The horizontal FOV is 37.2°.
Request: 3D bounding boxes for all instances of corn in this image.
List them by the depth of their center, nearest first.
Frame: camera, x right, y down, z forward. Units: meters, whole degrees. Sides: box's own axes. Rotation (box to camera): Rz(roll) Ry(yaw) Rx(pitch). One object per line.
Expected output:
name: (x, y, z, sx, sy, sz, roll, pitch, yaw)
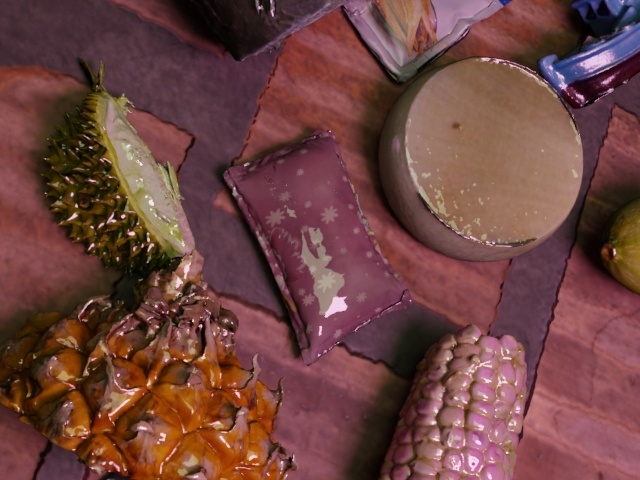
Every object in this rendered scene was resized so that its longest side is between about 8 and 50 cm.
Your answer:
corn: (0.089, 0.232, 0.759, 0.126, 0.126, 0.335, 19, 71, -14)

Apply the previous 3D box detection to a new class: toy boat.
toy boat: (0.293, -0.215, 0.936, 0.223, 0.100, 0.097, -35, 100, -24)

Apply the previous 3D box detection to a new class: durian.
durian: (-0.168, -0.050, 0.771, 0.100, 0.086, 0.215, -27, 91, -56)

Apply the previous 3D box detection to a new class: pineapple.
pineapple: (-0.107, 0.097, 0.687, 0.249, 0.140, 0.164, 33, 92, -8)

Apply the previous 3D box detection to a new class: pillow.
pillow: (0.000, 0.000, 0.819, 0.118, 0.043, 0.185, -24, 86, -20)

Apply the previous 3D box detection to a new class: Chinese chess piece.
Chinese chess piece: (0.145, -0.073, 0.868, 0.188, 0.083, 0.188, 3, 80, -16)

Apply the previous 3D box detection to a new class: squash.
squash: (0.346, 0.011, 0.898, 0.186, 0.123, 0.123, 5, 76, -13)

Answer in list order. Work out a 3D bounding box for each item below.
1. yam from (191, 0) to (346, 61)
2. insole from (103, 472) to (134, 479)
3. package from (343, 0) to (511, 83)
yam: (-0.063, -0.297, 0.785, 0.202, 0.201, 0.271, -36, 98, -46)
insole: (-0.122, 0.345, 0.719, 0.119, 0.009, 0.348, -7, 80, -19)
package: (0.084, -0.261, 0.916, 0.173, 0.027, 0.171, -39, 92, -18)
